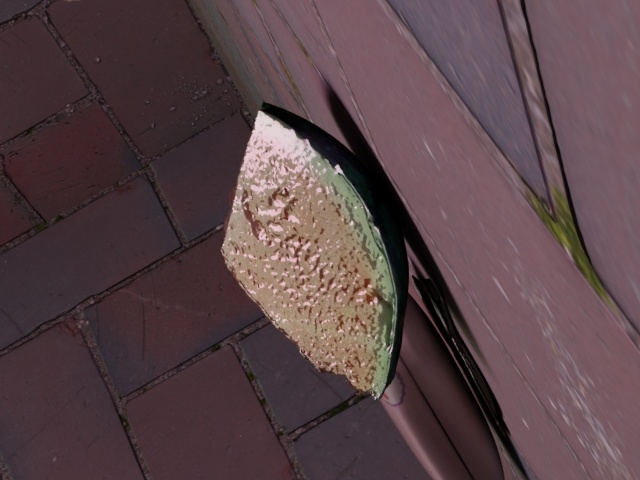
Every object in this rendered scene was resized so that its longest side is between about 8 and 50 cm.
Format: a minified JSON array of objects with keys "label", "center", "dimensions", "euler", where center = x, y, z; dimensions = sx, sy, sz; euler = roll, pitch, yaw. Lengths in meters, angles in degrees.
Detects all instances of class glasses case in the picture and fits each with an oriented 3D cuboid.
[{"label":"glasses case","center":[0.094,0.138,1.161],"dimensions":[0.297,0.075,0.113],"euler":[60,-177,-42]}]

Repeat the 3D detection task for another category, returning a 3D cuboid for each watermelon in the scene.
[{"label":"watermelon","center":[0.016,-0.016,0.969],"dimensions":[0.231,0.128,0.146],"euler":[46,148,14]}]

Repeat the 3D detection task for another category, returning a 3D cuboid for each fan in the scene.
[{"label":"fan","center":[0.107,0.076,1.081],"dimensions":[0.152,0.008,0.227],"euler":[61,180,28]}]
